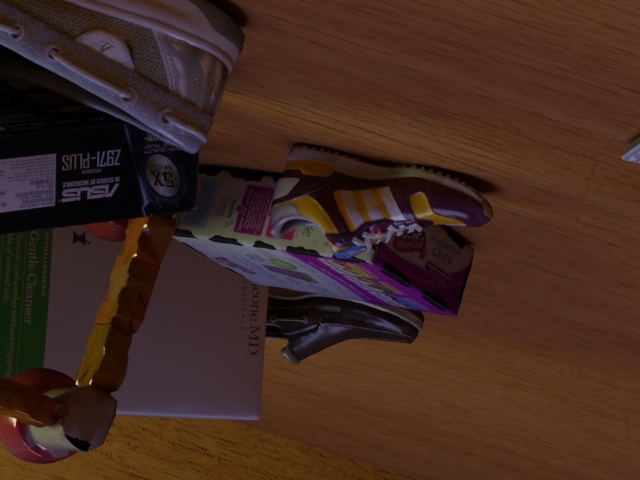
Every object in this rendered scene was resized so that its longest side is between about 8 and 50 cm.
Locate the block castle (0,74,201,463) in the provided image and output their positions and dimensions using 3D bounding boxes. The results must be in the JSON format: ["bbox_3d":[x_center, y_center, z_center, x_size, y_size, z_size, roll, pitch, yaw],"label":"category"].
[{"bbox_3d":[-0.354,-0.017,1.670,0.453,0.303,0.213,23,167,-21],"label":"block castle"}]

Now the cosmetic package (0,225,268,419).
[{"bbox_3d":[-0.240,0.077,1.994,0.365,0.197,0.155,5,176,-37],"label":"cosmetic package"}]

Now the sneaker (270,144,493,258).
[{"bbox_3d":[0.049,-0.019,1.632,0.185,0.084,0.069,12,167,24],"label":"sneaker"}]

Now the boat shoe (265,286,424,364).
[{"bbox_3d":[-0.011,0.093,2.183,0.257,0.095,0.095,10,166,29],"label":"boat shoe"}]

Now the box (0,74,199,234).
[{"bbox_3d":[-0.201,-0.070,1.485,0.180,0.078,0.147,-8,-156,-30],"label":"box"}]

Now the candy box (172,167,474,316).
[{"bbox_3d":[0.000,0.000,1.812,0.233,0.071,0.159,8,165,34],"label":"candy box"}]

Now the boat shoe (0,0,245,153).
[{"bbox_3d":[-0.213,-0.139,1.401,0.320,0.103,0.118,13,167,16],"label":"boat shoe"}]

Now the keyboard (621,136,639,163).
[{"bbox_3d":[0.264,-0.073,1.270,0.072,0.014,0.256,18,168,-5],"label":"keyboard"}]
